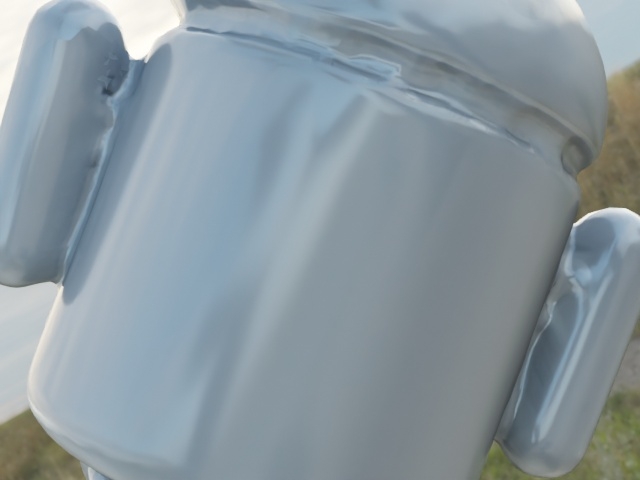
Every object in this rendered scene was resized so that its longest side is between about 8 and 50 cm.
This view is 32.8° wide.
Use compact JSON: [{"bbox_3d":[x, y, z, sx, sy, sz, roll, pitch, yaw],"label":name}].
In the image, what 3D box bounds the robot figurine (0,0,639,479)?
[{"bbox_3d":[0.000,0.000,0.480,0.200,0.300,0.353,-165,97,-79],"label":"robot figurine"}]
